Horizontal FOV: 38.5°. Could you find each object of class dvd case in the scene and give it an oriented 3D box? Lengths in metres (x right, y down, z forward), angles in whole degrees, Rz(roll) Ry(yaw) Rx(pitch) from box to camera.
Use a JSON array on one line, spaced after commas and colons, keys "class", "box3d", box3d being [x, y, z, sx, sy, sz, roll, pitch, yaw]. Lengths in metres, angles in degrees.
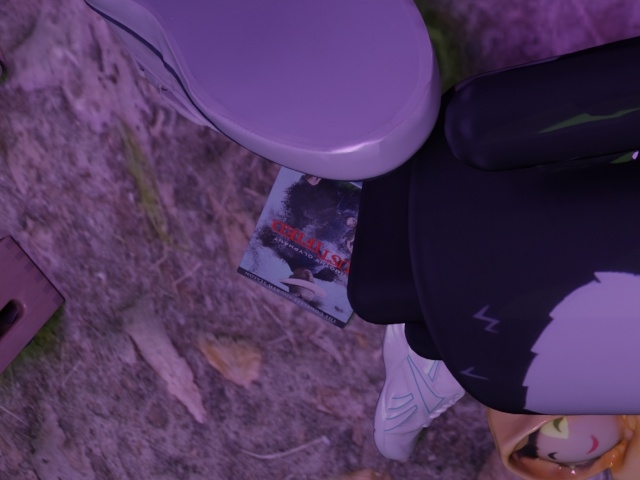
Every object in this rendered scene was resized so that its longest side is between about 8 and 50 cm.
[{"class": "dvd case", "box3d": [0.000, 0.000, 0.601, 0.087, 0.013, 0.119, 29, 133, 1]}]

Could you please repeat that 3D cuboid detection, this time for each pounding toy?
[{"class": "pounding toy", "box3d": [-0.290, 0.091, 0.719, 0.130, 0.141, 0.100, -20, 116, 35]}]

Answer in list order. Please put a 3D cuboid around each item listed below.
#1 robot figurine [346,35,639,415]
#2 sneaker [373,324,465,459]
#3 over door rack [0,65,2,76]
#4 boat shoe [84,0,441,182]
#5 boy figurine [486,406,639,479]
[{"class": "robot figurine", "box3d": [0.149, -0.004, 0.413, 0.278, 0.209, 0.173, -8, 100, 35]}, {"class": "sneaker", "box3d": [0.071, 0.100, 0.622, 0.061, 0.053, 0.152, 13, 130, 12]}, {"class": "over door rack", "box3d": [-0.214, -0.146, 0.430, 0.108, 0.239, 0.324, 30, 133, 1]}, {"class": "boat shoe", "box3d": [-0.038, -0.090, 0.434, 0.267, 0.096, 0.088, 33, 166, 39]}, {"class": "boy figurine", "box3d": [0.241, 0.119, 0.535, 0.285, 0.092, 0.177, 14, 133, 10]}]
